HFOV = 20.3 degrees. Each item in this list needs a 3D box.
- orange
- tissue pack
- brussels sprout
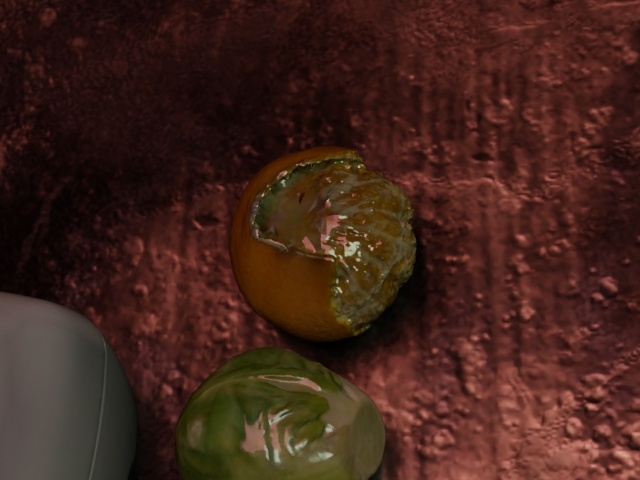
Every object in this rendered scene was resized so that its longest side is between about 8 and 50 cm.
[{"bbox_3d":[0.000,0.000,1.391,0.156,0.134,0.156,-9,68,23],"label":"orange"},{"bbox_3d":[-0.279,0.194,1.309,0.229,0.236,0.333,4,64,19],"label":"tissue pack"},{"bbox_3d":[-0.034,0.150,1.325,0.155,0.117,0.155,-14,53,20],"label":"brussels sprout"}]
